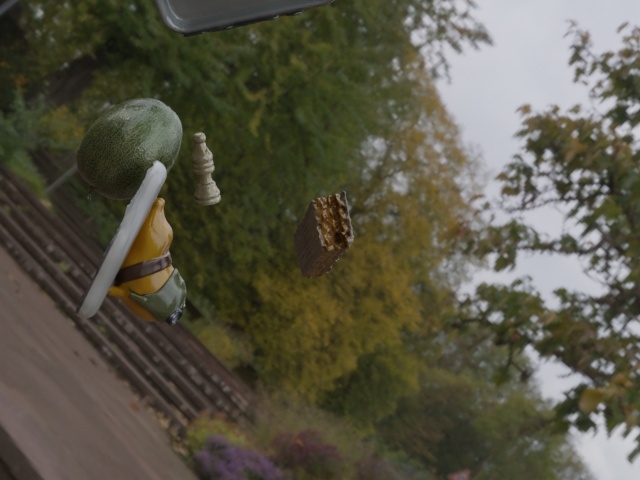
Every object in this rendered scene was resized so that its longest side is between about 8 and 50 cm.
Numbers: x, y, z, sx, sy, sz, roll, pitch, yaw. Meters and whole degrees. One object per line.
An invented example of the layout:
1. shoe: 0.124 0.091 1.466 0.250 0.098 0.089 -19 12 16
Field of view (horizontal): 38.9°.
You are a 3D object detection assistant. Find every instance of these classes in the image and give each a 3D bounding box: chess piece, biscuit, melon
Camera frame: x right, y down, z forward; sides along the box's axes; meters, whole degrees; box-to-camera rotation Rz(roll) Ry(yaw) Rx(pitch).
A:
1. chess piece: -0.150 -0.093 1.162 0.035 0.035 0.092 28 -51 53
2. biscuit: 0.000 0.000 1.564 0.379 0.054 0.094 128 -49 -79
3. melon: -0.300 -0.137 1.408 0.139 0.192 0.139 42 -6 6

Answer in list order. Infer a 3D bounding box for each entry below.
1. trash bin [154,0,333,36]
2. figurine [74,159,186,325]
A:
1. trash bin: -0.062 -0.358 0.923 0.368 0.255 0.296 -84 163 -51
2. figurine: -0.237 0.024 1.311 0.141 0.250 0.166 27 5 -9
